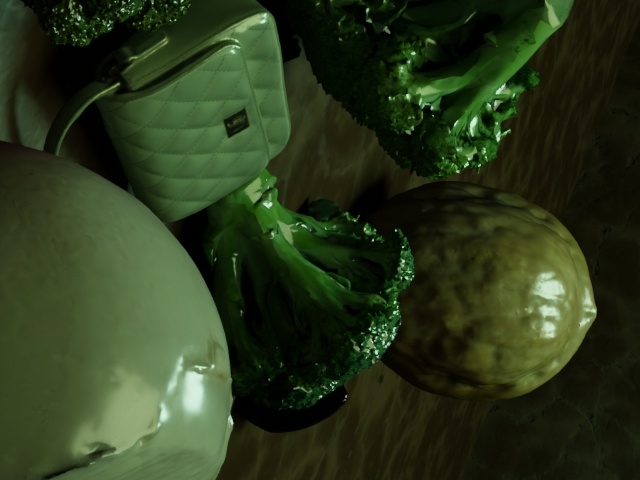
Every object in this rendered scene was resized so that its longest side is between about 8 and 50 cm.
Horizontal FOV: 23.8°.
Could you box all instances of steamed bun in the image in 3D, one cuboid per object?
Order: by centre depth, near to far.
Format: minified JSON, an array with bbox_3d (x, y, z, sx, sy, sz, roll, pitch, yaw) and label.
[{"bbox_3d":[-0.218,0.062,0.959,0.309,0.309,0.309,17,90,-73],"label":"steamed bun"}]

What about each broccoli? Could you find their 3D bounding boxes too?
[{"bbox_3d":[-0.157,-0.214,1.080,0.138,0.146,0.162,147,-49,-68],"label":"broccoli"},{"bbox_3d":[0.105,-0.275,1.544,0.413,0.321,0.310,-66,-169,-27],"label":"broccoli"},{"bbox_3d":[-0.033,0.029,1.574,0.269,0.254,0.269,-20,90,-75],"label":"broccoli"}]

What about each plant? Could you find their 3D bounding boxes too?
[{"bbox_3d":[0.000,0.000,1.873,0.051,0.051,0.102,-52,158,-48],"label":"plant"}]

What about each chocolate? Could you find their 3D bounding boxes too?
[{"bbox_3d":[-0.026,0.171,1.867,0.080,0.125,0.149,105,2,-77],"label":"chocolate"}]

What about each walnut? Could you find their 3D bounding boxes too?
[{"bbox_3d":[0.206,0.072,2.085,0.306,0.344,0.306,7,90,-75],"label":"walnut"}]

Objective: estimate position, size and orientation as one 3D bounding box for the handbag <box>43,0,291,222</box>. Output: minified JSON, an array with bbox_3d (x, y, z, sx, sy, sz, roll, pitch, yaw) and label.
[{"bbox_3d":[-0.129,-0.091,1.273,0.219,0.079,0.256,-40,159,-13],"label":"handbag"}]

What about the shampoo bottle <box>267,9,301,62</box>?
[{"bbox_3d":[-0.088,-0.190,1.391,0.236,0.068,0.067,1,108,-71],"label":"shampoo bottle"}]

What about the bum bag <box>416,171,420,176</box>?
[{"bbox_3d":[0.160,-0.150,2.242,0.058,0.034,0.124,-43,148,-33],"label":"bum bag"}]
